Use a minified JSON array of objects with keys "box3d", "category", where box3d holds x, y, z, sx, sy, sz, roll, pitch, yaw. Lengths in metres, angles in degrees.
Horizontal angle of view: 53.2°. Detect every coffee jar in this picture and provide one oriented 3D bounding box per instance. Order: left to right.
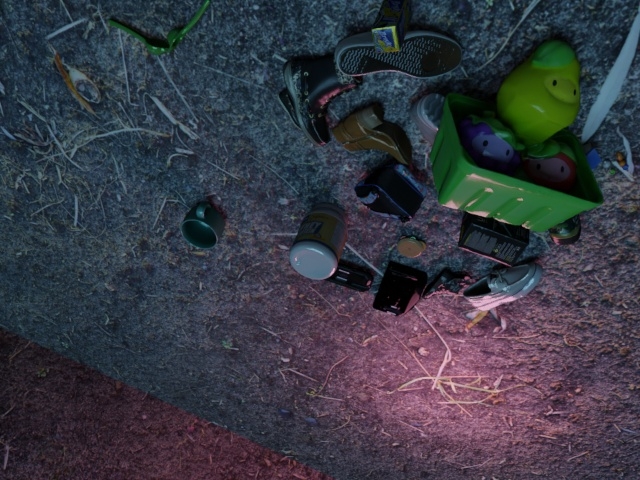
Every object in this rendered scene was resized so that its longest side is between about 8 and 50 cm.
[{"box3d":[0.617,-0.078,1.642,0.079,0.096,0.184,-5,132,30],"category":"coffee jar"}]

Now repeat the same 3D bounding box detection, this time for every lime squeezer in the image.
[{"box3d":[-0.391,-0.532,1.622,0.310,0.059,0.110,-2,103,25],"category":"lime squeezer"}]

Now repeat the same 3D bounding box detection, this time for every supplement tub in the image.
[{"box3d":[0.000,0.000,1.890,0.144,0.200,0.144,11,137,10],"category":"supplement tub"}]

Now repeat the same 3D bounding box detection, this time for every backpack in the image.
[{"box3d":[0.182,-0.131,1.747,0.158,0.117,0.173,40,167,-19],"category":"backpack"}]

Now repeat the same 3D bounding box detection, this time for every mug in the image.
[{"box3d":[-0.366,-0.057,2.054,0.129,0.097,0.157,40,134,-19],"category":"mug"}]

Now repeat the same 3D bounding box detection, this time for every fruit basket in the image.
[{"box3d":[0.458,-0.232,1.405,0.391,0.283,0.392,-1,140,-1],"category":"fruit basket"}]

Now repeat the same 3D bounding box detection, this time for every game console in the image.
[{"box3d":[0.152,0.128,2.080,0.361,0.044,0.213,18,136,3],"category":"game console"}]

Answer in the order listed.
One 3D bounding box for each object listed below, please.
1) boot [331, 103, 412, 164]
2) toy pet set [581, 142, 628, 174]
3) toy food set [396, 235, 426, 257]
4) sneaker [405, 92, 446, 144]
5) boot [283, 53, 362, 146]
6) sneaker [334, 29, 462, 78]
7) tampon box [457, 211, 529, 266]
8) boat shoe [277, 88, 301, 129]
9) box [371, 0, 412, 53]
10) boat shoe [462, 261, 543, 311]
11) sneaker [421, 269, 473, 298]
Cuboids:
[{"box3d":[0.137,-0.258,1.675,0.152,0.073,0.197,-21,119,41],"category":"boot"},{"box3d":[0.664,-0.176,1.545,0.122,0.065,0.114,-20,124,36],"category":"toy pet set"},{"box3d":[0.272,0.019,1.935,0.082,0.020,0.083,28,138,-7],"category":"toy food set"},{"box3d":[0.326,-0.266,1.590,0.281,0.105,0.115,41,170,-27],"category":"sneaker"},{"box3d":[0.024,-0.353,1.595,0.178,0.085,0.236,-8,121,27],"category":"boot"},{"box3d":[0.174,-0.440,1.461,0.290,0.123,0.106,-1,125,-7],"category":"sneaker"},{"box3d":[0.471,-0.026,1.735,0.161,0.120,0.101,21,137,1],"category":"tampon box"},{"box3d":[-0.058,-0.340,1.676,0.042,0.049,0.133,-15,123,43],"category":"boat shoe"},{"box3d":[0.155,-0.468,1.371,0.054,0.169,0.059,0,133,21],"category":"box"},{"box3d":[0.533,0.126,1.893,0.088,0.096,0.267,31,145,-17],"category":"boat shoe"},{"box3d":[0.394,0.149,1.997,0.089,0.051,0.170,30,134,-3],"category":"sneaker"}]
